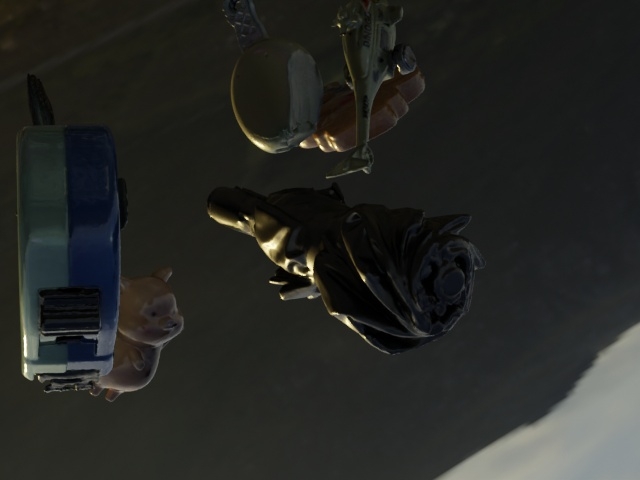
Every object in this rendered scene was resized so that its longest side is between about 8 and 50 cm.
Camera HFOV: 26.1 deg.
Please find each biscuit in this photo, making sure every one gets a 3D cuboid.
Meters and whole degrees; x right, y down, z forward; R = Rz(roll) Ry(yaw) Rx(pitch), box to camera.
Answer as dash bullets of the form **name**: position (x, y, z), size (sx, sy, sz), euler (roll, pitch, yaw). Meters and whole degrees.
- **biscuit**: position (0.051, -0.199, 1.958), size (0.202, 0.047, 0.334), euler (-25, -163, 9)

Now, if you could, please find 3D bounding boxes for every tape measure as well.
- **tape measure**: position (-0.233, -0.058, 1.267), size (0.097, 0.351, 0.215), euler (-3, 153, -13)

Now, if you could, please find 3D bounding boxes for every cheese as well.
- **cheese**: position (-0.050, -0.171, 1.360), size (0.092, 0.171, 0.047), euler (-11, 173, 34)

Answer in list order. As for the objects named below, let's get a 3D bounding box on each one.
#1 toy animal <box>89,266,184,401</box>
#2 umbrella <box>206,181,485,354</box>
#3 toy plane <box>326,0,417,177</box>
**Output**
- **toy animal**: position (-0.194, 0.097, 1.422), size (0.083, 0.089, 0.150), euler (-6, 119, -83)
- **umbrella**: position (0.000, 0.000, 1.118), size (0.118, 0.118, 0.340), euler (-30, -152, -23)
- **toy plane**: position (0.054, -0.198, 1.687), size (0.092, 0.286, 0.108), euler (-13, 151, 31)
